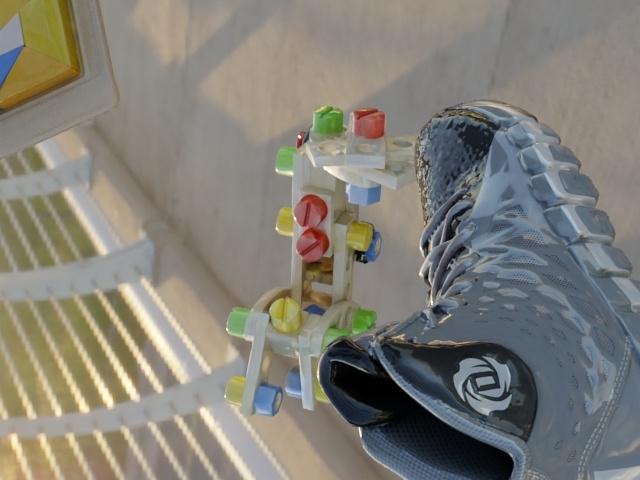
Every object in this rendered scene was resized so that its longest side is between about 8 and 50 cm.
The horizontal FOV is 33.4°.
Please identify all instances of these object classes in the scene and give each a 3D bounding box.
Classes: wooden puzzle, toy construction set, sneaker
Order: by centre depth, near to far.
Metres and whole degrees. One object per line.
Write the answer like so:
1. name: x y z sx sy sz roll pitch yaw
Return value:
1. sneaker: 0.053 0.020 0.440 0.228 0.132 0.086 -117 26 -45
2. toy construction set: 0.000 0.000 1.036 0.151 0.215 0.327 25 122 11
3. wooden puzzle: -0.343 -0.221 1.185 0.221 0.044 0.238 -21 73 16

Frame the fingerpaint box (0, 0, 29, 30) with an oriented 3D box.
1. fingerpaint box: -0.287 -0.329 0.409 0.371 0.163 0.445 31 160 14
